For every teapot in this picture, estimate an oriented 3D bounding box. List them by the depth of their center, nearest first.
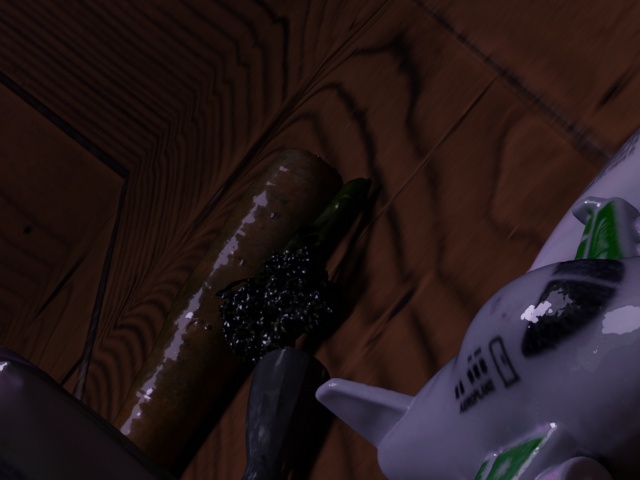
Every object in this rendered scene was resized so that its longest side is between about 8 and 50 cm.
[{"bbox_3d":[-0.024,0.102,0.888,0.043,0.043,0.111,-45,15,31],"label":"teapot"}]

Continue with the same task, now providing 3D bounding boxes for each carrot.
[{"bbox_3d":[-0.086,0.085,1.135,0.342,0.070,0.070,-59,13,-20],"label":"carrot"}]

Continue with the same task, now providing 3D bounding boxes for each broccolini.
[{"bbox_3d":[0.006,0.011,1.091,0.074,0.058,0.201,-27,8,33],"label":"broccolini"}]

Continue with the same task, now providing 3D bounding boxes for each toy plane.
[{"bbox_3d":[0.070,0.051,0.579,0.174,0.080,0.174,-46,13,14],"label":"toy plane"}]

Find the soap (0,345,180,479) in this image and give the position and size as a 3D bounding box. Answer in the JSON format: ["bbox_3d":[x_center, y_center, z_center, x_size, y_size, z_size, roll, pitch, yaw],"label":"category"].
[{"bbox_3d":[-0.119,0.168,0.691,0.199,0.182,0.138,-51,11,-4],"label":"soap"}]

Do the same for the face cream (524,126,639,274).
[{"bbox_3d":[0.140,-0.033,0.634,0.092,0.058,0.243,-47,4,-21],"label":"face cream"}]
